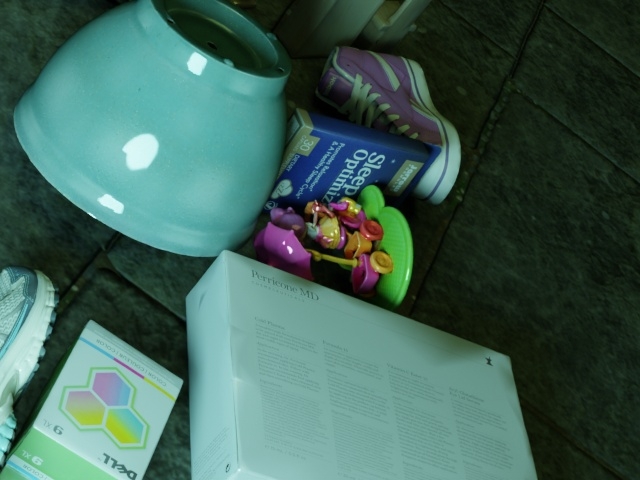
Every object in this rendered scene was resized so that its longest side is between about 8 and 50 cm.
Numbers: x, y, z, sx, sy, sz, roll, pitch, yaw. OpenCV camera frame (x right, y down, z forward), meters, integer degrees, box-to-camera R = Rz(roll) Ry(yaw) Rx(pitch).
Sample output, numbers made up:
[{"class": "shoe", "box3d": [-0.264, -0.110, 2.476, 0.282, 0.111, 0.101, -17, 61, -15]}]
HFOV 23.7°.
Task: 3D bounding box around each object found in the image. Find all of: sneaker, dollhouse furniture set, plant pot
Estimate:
[{"class": "sneaker", "box3d": [-0.310, 0.108, 1.311, 0.122, 0.110, 0.283, 26, 37, -15]}, {"class": "dollhouse furniture set", "box3d": [-0.038, -0.441, 2.115, 0.303, 0.174, 0.355, -7, 56, -47]}, {"class": "sneaker", "box3d": [0.074, -0.154, 1.980, 0.161, 0.102, 0.282, 14, 32, -28]}, {"class": "plant pot", "box3d": [-0.150, -0.151, 1.627, 0.293, 0.196, 0.293, 28, 26, -15]}]

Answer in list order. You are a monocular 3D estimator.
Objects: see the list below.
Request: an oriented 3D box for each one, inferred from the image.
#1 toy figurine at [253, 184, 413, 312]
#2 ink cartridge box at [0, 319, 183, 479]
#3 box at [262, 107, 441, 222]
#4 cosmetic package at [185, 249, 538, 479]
[{"class": "toy figurine", "box3d": [0.000, 0.000, 1.720, 0.159, 0.130, 0.173, 7, 48, -26]}, {"class": "ink cartridge box", "box3d": [-0.208, 0.178, 1.367, 0.109, 0.062, 0.209, 34, 35, -10]}, {"class": "box", "box3d": [0.032, -0.076, 1.808, 0.225, 0.136, 0.036, 10, 40, -36]}, {"class": "cosmetic package", "box3d": [0.048, 0.193, 1.561, 0.377, 0.097, 0.284, 22, 40, -25]}]
